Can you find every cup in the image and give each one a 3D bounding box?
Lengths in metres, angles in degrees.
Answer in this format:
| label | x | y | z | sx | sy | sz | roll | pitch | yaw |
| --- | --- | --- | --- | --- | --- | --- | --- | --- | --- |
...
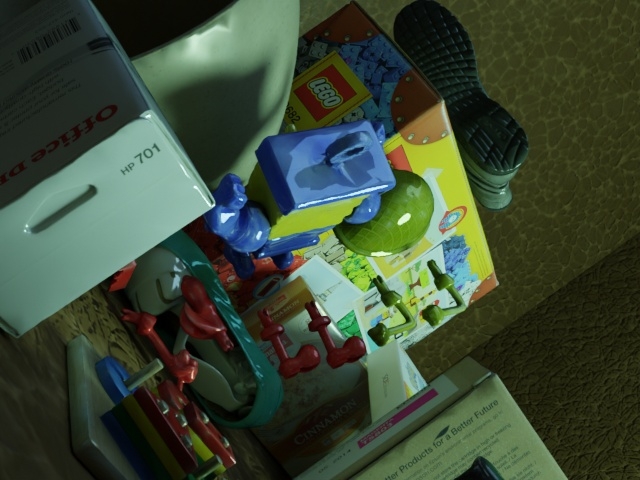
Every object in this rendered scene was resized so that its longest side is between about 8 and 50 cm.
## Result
| label | x | y | z | sx | sy | sz | roll | pitch | yaw |
| --- | --- | --- | --- | --- | --- | --- | --- | --- | --- |
| cup | -0.157 | -0.164 | 0.929 | 0.331 | 0.331 | 0.237 | 54 | -12 | 45 |

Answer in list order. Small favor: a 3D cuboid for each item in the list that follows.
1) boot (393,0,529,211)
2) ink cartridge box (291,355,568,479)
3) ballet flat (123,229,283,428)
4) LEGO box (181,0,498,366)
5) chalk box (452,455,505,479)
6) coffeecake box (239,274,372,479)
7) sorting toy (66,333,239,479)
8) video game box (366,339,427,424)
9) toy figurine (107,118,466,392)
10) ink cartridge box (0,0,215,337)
| label | x | y | z | sx | sy | sz | roll | pitch | yaw |
| --- | --- | --- | --- | --- | --- | --- | --- | --- | --- |
| boot | 0.157 | -0.153 | 1.165 | 0.246 | 0.083 | 0.161 | 62 | -6 | 14 |
| ink cartridge box | 0.100 | 0.248 | 0.857 | 0.193 | 0.234 | 0.088 | 56 | -2 | -7 |
| ballet flat | -0.122 | 0.071 | 0.895 | 0.247 | 0.083 | 0.087 | 53 | 13 | 0 |
| LEGO box | 0.000 | 0.000 | 1.244 | 0.193 | 0.372 | 0.500 | 55 | -1 | 30 |
| chalk box | 0.099 | 0.283 | 0.441 | 0.289 | 0.180 | 0.179 | 56 | 0 | 33 |
| coffeecake box | -0.026 | 0.155 | 1.079 | 0.185 | 0.142 | 0.068 | 55 | 0 | -29 |
| sorting toy | -0.093 | 0.127 | 0.586 | 0.132 | 0.046 | 0.274 | 55 | -1 | -25 |
| video game box | 0.116 | 0.219 | 1.010 | 0.187 | 0.048 | 0.205 | 54 | 9 | -12 |
| toy figurine | 0.019 | -0.016 | 0.835 | 0.191 | 0.362 | 0.217 | 64 | -34 | 20 |
| ink cartridge box | -0.164 | -0.057 | 0.578 | 0.191 | 0.139 | 0.082 | 55 | -3 | 46 |
